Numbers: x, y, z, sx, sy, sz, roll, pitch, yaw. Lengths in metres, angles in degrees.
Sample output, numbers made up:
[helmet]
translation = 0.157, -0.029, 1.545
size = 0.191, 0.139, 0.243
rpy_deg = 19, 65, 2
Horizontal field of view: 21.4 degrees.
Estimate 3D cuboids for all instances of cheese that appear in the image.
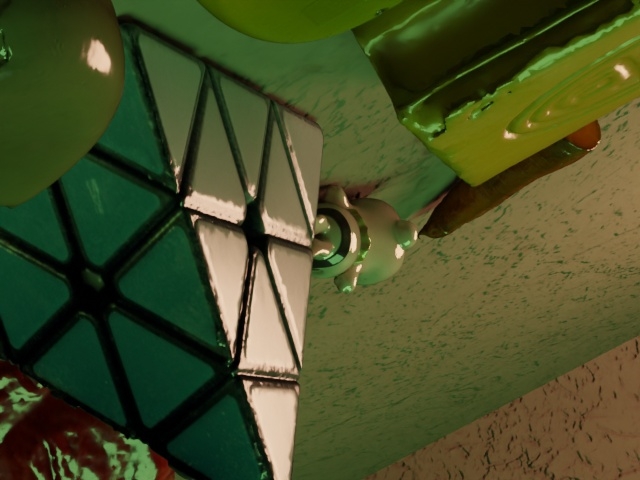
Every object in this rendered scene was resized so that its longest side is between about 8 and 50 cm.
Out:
[cheese]
translation = -0.174, -0.073, 0.796
size = 0.175, 0.091, 0.202
rpy_deg = -27, 164, 10

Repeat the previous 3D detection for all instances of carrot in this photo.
[carrot]
translation = 0.152, -0.052, 1.450
size = 0.057, 0.057, 0.224
rpy_deg = -13, 164, -37

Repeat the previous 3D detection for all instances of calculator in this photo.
[calculator]
translation = 0.002, -0.159, 0.895
size = 0.146, 0.032, 0.235
rpy_deg = -29, 166, 11

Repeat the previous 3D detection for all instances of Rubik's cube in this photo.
[Rubik's cube]
translation = -0.104, 0.004, 1.055
size = 0.229, 0.233, 0.228
rpy_deg = 25, -177, -24

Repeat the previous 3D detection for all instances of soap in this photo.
[soap]
translation = 0.191, -0.158, 1.071
size = 0.324, 0.096, 0.204
rpy_deg = -29, 165, 12

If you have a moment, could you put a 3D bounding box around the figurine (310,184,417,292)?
[figurine]
translation = 0.002, 0.010, 1.349
size = 0.098, 0.081, 0.146
rpy_deg = -35, 162, 33

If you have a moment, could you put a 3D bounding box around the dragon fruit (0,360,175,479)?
[dragon fruit]
translation = -0.288, 0.155, 1.248
size = 0.330, 0.302, 0.240
rpy_deg = -3, -174, -26
